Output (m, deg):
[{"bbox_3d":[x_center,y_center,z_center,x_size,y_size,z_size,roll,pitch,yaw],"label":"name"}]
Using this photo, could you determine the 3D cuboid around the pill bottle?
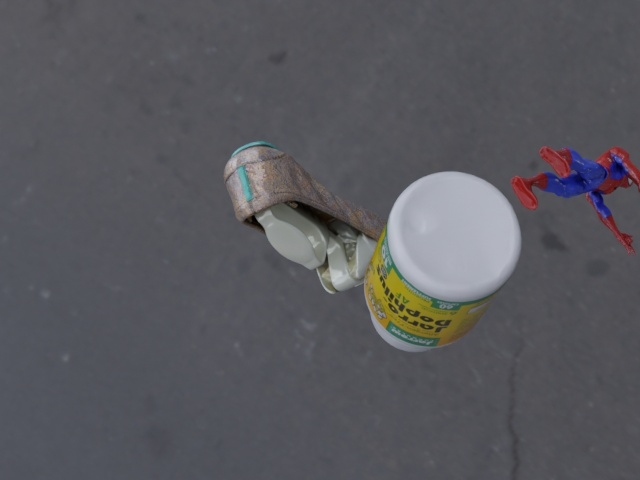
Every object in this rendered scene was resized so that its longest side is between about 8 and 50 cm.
[{"bbox_3d":[0.102,0.030,1.210,0.117,0.208,0.118,3,68,-7],"label":"pill bottle"}]

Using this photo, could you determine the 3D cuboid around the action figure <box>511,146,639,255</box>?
[{"bbox_3d":[0.363,-0.053,1.710,0.091,0.280,0.139,-46,71,28],"label":"action figure"}]

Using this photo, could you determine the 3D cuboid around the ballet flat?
[{"bbox_3d":[0.000,0.000,1.550,0.107,0.316,0.106,-33,49,26],"label":"ballet flat"}]
